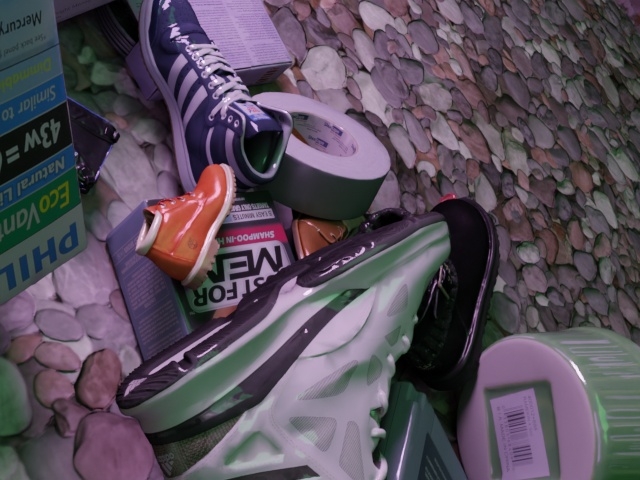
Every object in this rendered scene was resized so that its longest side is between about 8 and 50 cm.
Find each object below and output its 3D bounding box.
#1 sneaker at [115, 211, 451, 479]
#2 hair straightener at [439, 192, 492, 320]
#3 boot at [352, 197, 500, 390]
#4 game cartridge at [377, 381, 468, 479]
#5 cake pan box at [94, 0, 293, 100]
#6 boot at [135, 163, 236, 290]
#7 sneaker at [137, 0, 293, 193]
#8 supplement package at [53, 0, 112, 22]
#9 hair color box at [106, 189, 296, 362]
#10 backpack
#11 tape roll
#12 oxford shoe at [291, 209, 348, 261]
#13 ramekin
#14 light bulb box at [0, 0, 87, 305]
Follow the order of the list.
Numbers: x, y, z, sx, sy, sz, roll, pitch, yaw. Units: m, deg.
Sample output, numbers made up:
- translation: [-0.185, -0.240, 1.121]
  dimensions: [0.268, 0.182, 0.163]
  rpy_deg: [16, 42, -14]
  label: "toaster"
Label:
- translation: [0.023, 0.153, 0.794]
  dimensions: [0.447, 0.169, 0.258]
  rpy_deg: [-32, 98, -39]
  label: "sneaker"
- translation: [0.271, 0.029, 1.298]
  dimensions: [0.089, 0.047, 0.231]
  rpy_deg: [5, 64, -39]
  label: "hair straightener"
- translation: [0.147, 0.020, 1.091]
  dimensions: [0.260, 0.131, 0.348]
  rpy_deg: [43, 44, -35]
  label: "boot"
- translation: [0.124, 0.337, 0.905]
  dimensions: [0.297, 0.062, 0.198]
  rpy_deg: [63, 39, -38]
  label: "game cartridge"
- translation: [-0.195, -0.334, 1.081]
  dimensions: [0.266, 0.070, 0.246]
  rpy_deg: [-24, 81, -46]
  label: "cake pan box"
- translation: [-0.143, -0.033, 0.799]
  dimensions: [0.084, 0.059, 0.158]
  rpy_deg: [29, 51, -20]
  label: "boot"
- translation: [-0.127, -0.190, 0.924]
  dimensions: [0.099, 0.153, 0.282]
  rpy_deg: [-20, 99, -45]
  label: "sneaker"
- translation: [-0.308, -0.373, 0.861]
  dimensions: [0.194, 0.203, 0.149]
  rpy_deg: [-32, 89, -22]
  label: "supplement package"
- translation: [-0.095, 0.135, 0.867]
  dimensions: [0.185, 0.113, 0.375]
  rpy_deg: [-9, 74, -44]
  label: "hair color box"
- translation: [-0.305, -0.109, 0.840]
  dimensions: [0.114, 0.084, 0.105]
  rpy_deg: [37, 46, -27]
  label: "backpack"
- translation: [-0.013, -0.123, 1.053]
  dimensions: [0.219, 0.072, 0.219]
  rpy_deg: [20, 31, -13]
  label: "tape roll"
- translation: [0.000, 0.000, 0.996]
  dimensions: [0.212, 0.076, 0.076]
  rpy_deg: [-91, 175, -57]
  label: "oxford shoe"
- translation: [0.330, 0.269, 1.042]
  dimensions: [0.148, 0.303, 0.304]
  rpy_deg: [8, 62, -30]
  label: "ramekin"
- translation: [-0.384, -0.084, 0.520]
  dimensions: [0.225, 0.361, 0.358]
  rpy_deg: [22, 40, 21]
  label: "light bulb box"
